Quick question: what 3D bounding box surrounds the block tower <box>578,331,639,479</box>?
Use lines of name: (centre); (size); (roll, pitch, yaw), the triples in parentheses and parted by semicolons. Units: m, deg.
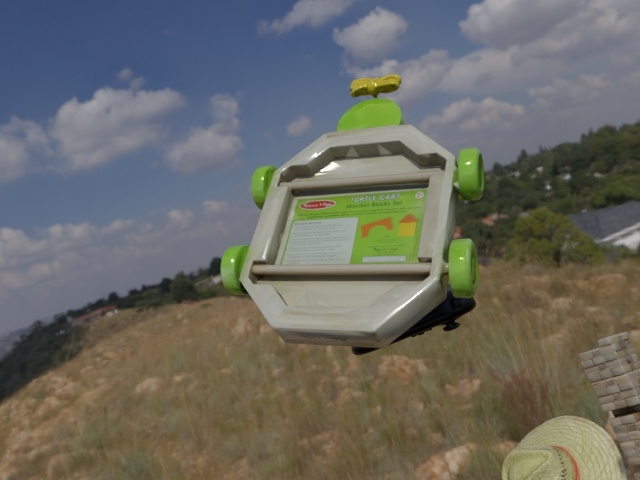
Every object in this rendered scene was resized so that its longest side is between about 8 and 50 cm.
block tower: (0.697, 0.380, 1.281); (0.091, 0.335, 0.097); (-2, -23, -39)

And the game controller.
game controller: (0.137, 0.108, 0.831); (0.166, 0.067, 0.319); (-33, -9, 9)

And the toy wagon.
toy wagon: (0.046, -0.048, 0.651); (0.267, 0.344, 0.068); (-1, -36, 24)

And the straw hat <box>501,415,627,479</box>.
straw hat: (0.215, 0.231, 0.566); (0.061, 0.144, 0.144); (29, -21, -21)
